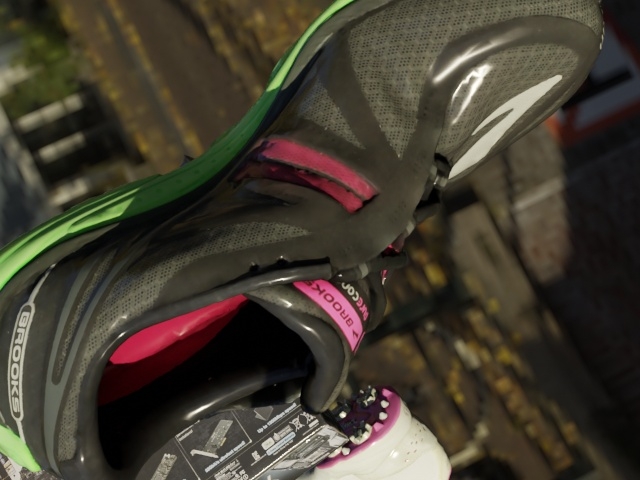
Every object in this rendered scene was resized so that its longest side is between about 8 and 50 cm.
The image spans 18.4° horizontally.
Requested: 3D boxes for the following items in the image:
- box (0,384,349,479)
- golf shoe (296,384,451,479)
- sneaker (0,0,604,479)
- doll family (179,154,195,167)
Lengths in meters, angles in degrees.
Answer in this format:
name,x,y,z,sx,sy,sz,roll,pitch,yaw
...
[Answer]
name,x,y,z,sx,sy,sz,roll,pitch,yaw
box,-0.168,0.173,1.827,0.242,0.307,0.076,54,-177,23
golf shoe,0.011,0.261,2.138,0.140,0.115,0.306,38,139,-25
sneaker,0.000,0.000,1.256,0.202,0.483,0.185,50,177,39
doll family,-0.095,0.020,1.447,0.076,0.111,0.193,30,-167,-29
